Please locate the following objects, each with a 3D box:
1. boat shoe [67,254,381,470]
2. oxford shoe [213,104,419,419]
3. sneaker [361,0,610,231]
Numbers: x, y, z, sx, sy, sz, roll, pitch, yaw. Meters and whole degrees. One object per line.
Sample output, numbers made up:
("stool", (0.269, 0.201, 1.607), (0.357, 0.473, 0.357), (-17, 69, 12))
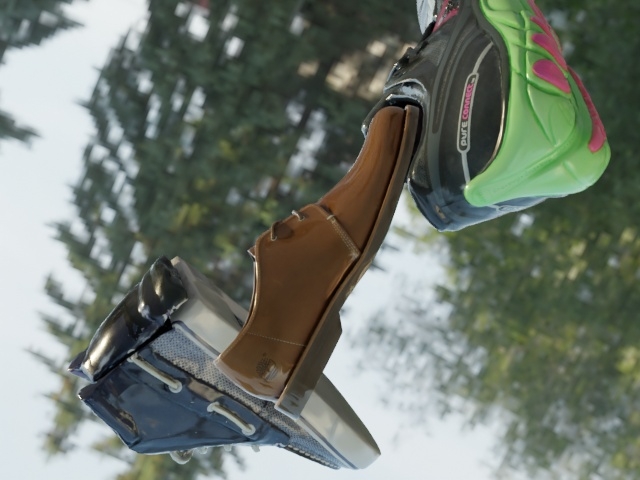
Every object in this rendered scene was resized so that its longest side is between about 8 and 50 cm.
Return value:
("boat shoe", (-0.094, 0.160, 1.551), (0.340, 0.158, 0.127), (43, -172, -34))
("oxford shoe", (0.000, 0.000, 0.990), (0.076, 0.212, 0.076), (26, 168, 2))
("sneaker", (0.126, -0.156, 1.501), (0.185, 0.202, 0.483), (57, -168, -19))
